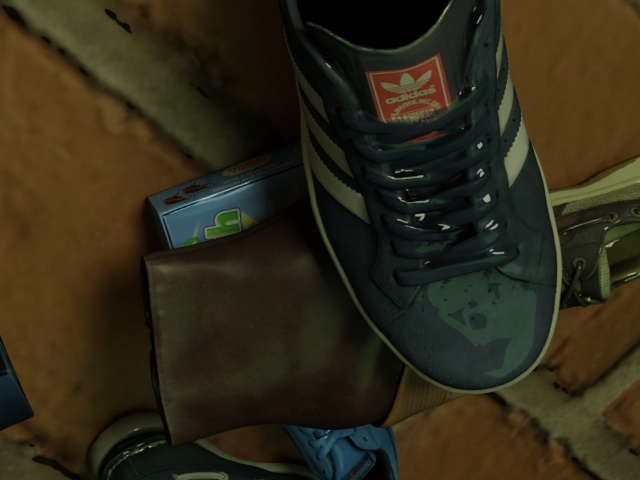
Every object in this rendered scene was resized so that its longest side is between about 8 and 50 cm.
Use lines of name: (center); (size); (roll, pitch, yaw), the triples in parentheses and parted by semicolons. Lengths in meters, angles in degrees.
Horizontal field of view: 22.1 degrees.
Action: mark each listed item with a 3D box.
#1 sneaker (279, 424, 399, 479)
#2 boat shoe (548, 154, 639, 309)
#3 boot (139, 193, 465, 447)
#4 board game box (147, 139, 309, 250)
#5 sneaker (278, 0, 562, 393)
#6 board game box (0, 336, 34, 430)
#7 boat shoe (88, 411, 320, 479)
sneaker: (0.004, 0.117, 1.123); (0.069, 0.082, 0.209); (-32, 135, 2)
boat shoe: (0.180, 0.008, 1.130); (0.223, 0.073, 0.080); (-25, 137, -8)
boot: (0.000, 0.000, 0.950); (0.206, 0.090, 0.249); (-6, 110, -15)
board game box: (0.014, 0.010, 1.033); (0.211, 0.039, 0.160); (-21, 118, -13)
sneaker: (0.045, -0.068, 0.831); (0.131, 0.148, 0.350); (-18, 105, 2)
board game box: (-0.290, 0.077, 0.858); (0.243, 0.165, 0.042); (-25, 136, -9)
boat shoe: (-0.054, 0.196, 1.159); (0.095, 0.079, 0.254); (-42, 136, 10)
